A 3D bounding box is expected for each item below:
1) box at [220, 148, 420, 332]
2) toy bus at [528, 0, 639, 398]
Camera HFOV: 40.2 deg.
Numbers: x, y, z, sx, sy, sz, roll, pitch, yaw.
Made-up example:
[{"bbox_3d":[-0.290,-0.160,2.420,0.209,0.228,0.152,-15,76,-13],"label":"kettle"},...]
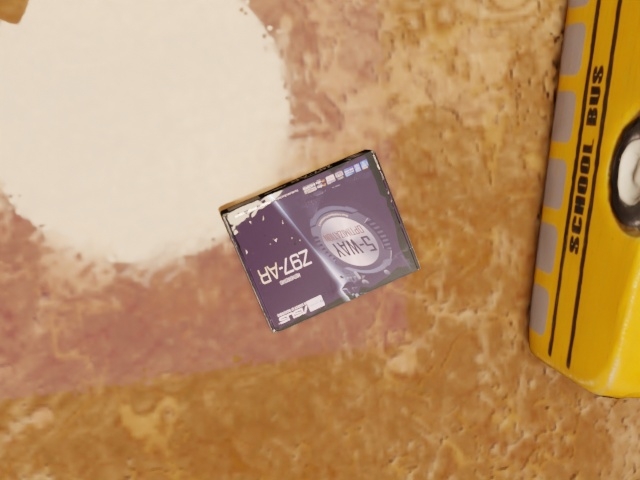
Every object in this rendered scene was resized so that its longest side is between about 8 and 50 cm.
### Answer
[{"bbox_3d":[0.000,0.000,0.443,0.083,0.018,0.067,-23,101,-6],"label":"box"},{"bbox_3d":[0.183,-0.094,0.405,0.108,0.130,0.332,4,97,-10],"label":"toy bus"}]
